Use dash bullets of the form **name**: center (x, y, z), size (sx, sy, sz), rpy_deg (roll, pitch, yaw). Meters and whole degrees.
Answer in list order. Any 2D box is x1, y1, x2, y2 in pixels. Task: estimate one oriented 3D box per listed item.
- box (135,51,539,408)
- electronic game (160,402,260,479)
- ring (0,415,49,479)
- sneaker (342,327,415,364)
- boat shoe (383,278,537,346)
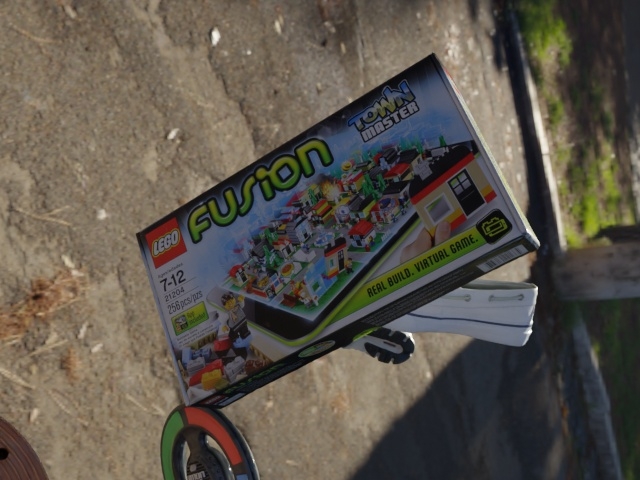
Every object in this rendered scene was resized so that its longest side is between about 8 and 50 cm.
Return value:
- **box**: center (0.000, 0.000, 0.437), size (0.036, 0.207, 0.114), rpy_deg (26, 38, -62)
- **electronic game**: center (-0.165, 0.348, 1.159), size (0.048, 0.229, 0.229), rpy_deg (-11, 93, -44)
- **ring**: center (-0.459, 0.327, 0.842), size (0.336, 0.032, 0.337), rpy_deg (10, 64, -23)
- **sneaker**: center (0.050, 0.127, 1.263), size (0.081, 0.208, 0.094), rpy_deg (-62, -175, 23)
- **boat shoe**: center (0.130, 0.058, 0.863), size (0.083, 0.226, 0.076), rpy_deg (-134, -125, -69)
